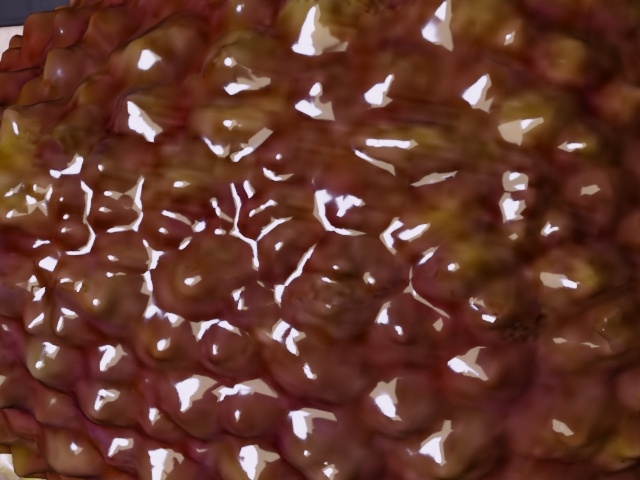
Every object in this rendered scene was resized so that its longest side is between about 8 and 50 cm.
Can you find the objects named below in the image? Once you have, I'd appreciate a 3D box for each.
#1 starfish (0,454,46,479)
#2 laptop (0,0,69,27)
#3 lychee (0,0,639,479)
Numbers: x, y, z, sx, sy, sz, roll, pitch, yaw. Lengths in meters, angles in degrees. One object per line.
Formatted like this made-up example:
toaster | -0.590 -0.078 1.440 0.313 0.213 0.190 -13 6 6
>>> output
starfish | -0.055 0.256 0.687 0.384 0.132 0.398 31 106 6
laptop | -0.126 -0.163 0.807 0.180 0.016 0.129 0 96 33
lychee | 0.000 0.000 0.536 0.271 0.271 0.271 4 98 34
